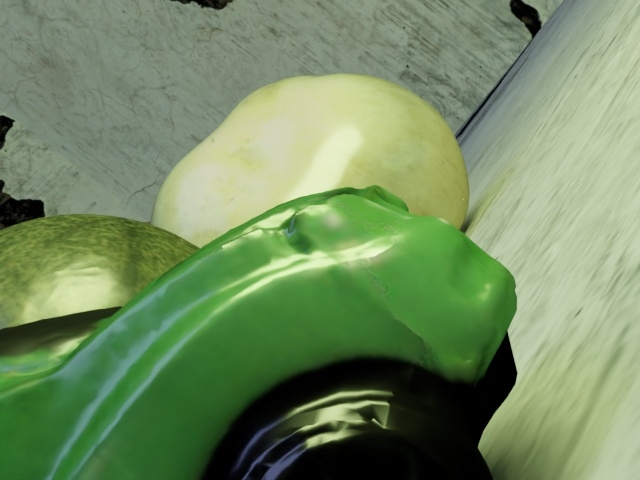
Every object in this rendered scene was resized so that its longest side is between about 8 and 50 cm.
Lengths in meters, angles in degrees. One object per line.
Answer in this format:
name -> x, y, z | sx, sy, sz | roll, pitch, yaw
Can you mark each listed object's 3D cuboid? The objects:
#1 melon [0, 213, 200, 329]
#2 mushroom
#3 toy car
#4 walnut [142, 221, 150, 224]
melon -> -0.121, 0.107, 0.746 | 0.237, 0.237, 0.301 | -52, 0, -18
mushroom -> 0.000, 0.000, 1.163 | 0.260, 0.234, 0.254 | -15, 48, 16
toy car -> -0.096, 0.120, 0.421 | 0.358, 0.176, 0.213 | -52, 1, 0
walnut -> -0.162, 0.122, 1.393 | 0.296, 0.285, 0.285 | -61, -1, 7
